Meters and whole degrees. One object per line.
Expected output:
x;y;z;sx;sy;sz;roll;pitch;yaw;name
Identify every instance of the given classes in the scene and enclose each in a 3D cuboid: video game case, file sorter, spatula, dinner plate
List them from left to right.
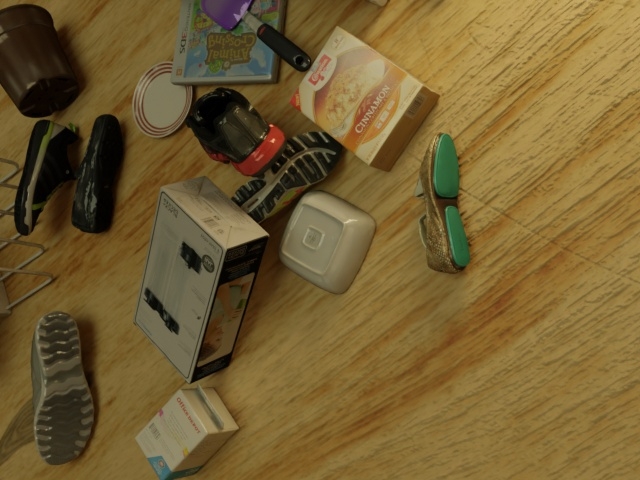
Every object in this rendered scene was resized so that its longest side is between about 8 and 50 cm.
-0.663;-0.016;1.612;0.173;0.193;0.278;-31;70;21;file sorter
-0.285;-0.255;1.517;0.141;0.017;0.141;-3;83;30;dinner plate
-0.159;-0.366;1.442;0.212;0.023;0.193;4;84;27;video game case
-0.105;-0.352;1.368;0.084;0.030;0.296;-52;53;12;spatula

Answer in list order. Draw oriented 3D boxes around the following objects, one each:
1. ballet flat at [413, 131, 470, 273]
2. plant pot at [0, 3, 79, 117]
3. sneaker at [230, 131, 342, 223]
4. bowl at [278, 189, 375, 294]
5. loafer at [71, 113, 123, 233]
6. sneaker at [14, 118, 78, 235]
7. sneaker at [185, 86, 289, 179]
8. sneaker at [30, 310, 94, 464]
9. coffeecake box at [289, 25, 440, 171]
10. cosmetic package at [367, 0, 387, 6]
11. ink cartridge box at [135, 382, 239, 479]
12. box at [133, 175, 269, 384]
0.166;-0.052;1.200;0.067;0.073;0.206;-15;72;43;ballet flat
-0.561;-0.338;1.615;0.167;0.167;0.165;-38;74;21;plant pot
-0.056;-0.100;1.330;0.208;0.094;0.081;-35;87;-1;sneaker
0.000;0.000;1.298;0.142;0.053;0.142;30;101;30;bowl
-0.422;-0.125;1.547;0.078;0.076;0.223;11;93;23;loafer
-0.513;-0.119;1.584;0.084;0.097;0.235;-8;70;61;sneaker
-0.152;-0.182;1.311;0.098;0.135;0.276;-49;27;-5;sneaker
-0.481;0.270;1.544;0.115;0.105;0.281;175;96;-64;sneaker
0.064;-0.217;1.276;0.185;0.068;0.142;41;106;28;coffeecake box
-0.047;-0.609;1.238;0.393;0.327;0.329;35;102;30;cosmetic package
-0.212;0.309;1.364;0.143;0.090;0.092;-46;64;17;ink cartridge box
-0.197;0.065;1.321;0.169;0.087;0.290;40;130;28;box
